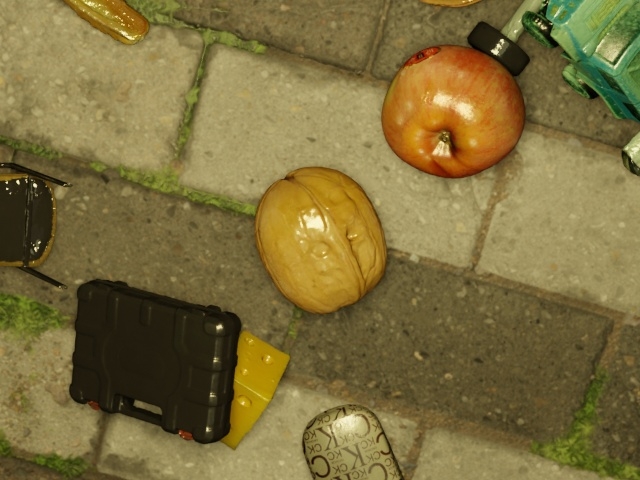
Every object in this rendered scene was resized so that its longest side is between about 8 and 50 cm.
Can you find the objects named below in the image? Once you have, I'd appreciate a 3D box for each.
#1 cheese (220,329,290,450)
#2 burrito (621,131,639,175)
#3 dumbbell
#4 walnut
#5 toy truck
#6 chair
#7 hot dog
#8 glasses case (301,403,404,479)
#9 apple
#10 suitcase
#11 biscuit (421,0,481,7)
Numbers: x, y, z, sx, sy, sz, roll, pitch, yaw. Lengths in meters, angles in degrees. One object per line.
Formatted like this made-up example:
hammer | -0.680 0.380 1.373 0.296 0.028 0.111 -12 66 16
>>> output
cheese | -0.138 0.256 1.810 0.093 0.126 0.171 29 120 -3
burrito | 0.569 -0.172 1.714 0.144 0.089 0.229 38 100 -20
dumbbell | 0.312 -0.346 1.678 0.100 0.100 0.191 37 99 -5
walnut | 0.000 0.000 1.704 0.193 0.193 0.226 -20 99 4
toy truck | 0.420 -0.290 1.616 0.155 0.156 0.279 -50 138 5
chair | -0.487 -0.031 1.714 0.172 0.247 0.159 1 101 -24
hot dog | -0.357 -0.369 1.710 0.215 0.047 0.066 36 62 -6
glasses case | 0.081 0.434 1.826 0.137 0.085 0.355 -22 98 4
apple | 0.192 -0.187 1.660 0.209 0.164 0.209 16 140 13
suitcase | -0.258 0.182 1.737 0.285 0.066 0.206 12 101 28
biscuit | 0.233 -0.470 1.653 0.288 0.044 0.202 -37 78 15
